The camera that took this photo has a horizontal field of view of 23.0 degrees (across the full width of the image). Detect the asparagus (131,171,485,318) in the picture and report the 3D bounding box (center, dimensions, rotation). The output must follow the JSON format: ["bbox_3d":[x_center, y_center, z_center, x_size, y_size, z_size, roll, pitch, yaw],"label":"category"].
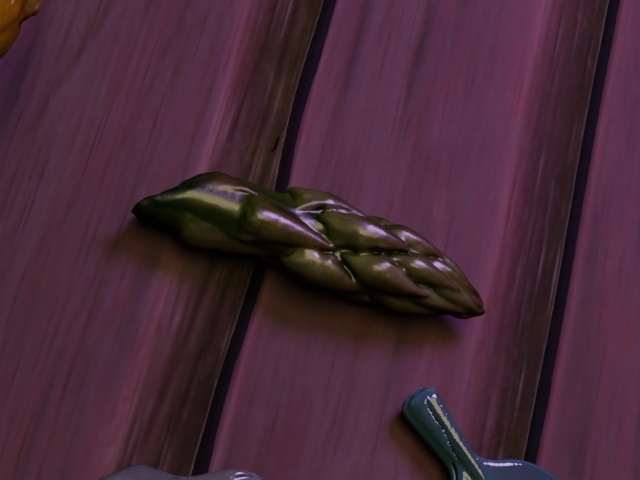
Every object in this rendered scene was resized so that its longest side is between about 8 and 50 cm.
[{"bbox_3d":[0.000,0.000,1.221,0.287,0.080,0.080,22,63,-7],"label":"asparagus"}]

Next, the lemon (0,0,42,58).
[{"bbox_3d":[-0.340,-0.202,1.122,0.263,0.236,0.236,34,62,7],"label":"lemon"}]

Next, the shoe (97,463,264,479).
[{"bbox_3d":[-0.126,0.199,1.109,0.195,0.079,0.078,-13,36,-13],"label":"shoe"}]

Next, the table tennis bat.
[{"bbox_3d":[0.129,0.198,1.197,0.124,0.033,0.201,-31,81,-27],"label":"table tennis bat"}]
